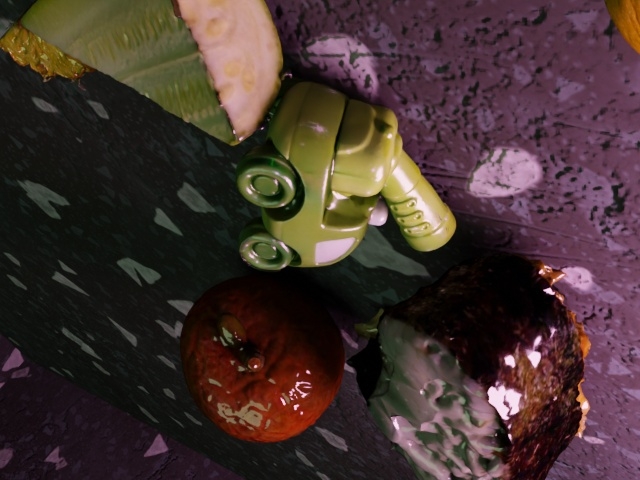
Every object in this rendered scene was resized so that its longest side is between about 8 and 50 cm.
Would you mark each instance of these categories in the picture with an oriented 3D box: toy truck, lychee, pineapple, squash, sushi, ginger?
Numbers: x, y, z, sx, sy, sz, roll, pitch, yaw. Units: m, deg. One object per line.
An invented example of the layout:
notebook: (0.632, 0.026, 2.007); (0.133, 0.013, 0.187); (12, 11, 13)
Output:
toy truck: (0.019, -0.062, 0.749); (0.211, 0.148, 0.187); (0, 138, 18)
lychee: (-0.089, 0.173, 1.128); (0.255, 0.255, 0.300); (26, -176, 18)
pineapple: (-0.318, -0.249, 0.917); (0.137, 0.069, 0.116); (21, 146, 8)
squash: (-0.166, -0.186, 0.774); (0.289, 0.111, 0.203); (-7, 112, 49)
sushi: (0.169, 0.156, 0.859); (0.234, 0.207, 0.348); (32, 150, 34)
ginger: (0.115, 0.125, 1.039); (0.137, 0.044, 0.057); (14, 117, 26)

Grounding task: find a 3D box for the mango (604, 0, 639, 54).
mango: (0.199, -0.173, 0.421); (0.098, 0.075, 0.190); (0, 131, 41)
